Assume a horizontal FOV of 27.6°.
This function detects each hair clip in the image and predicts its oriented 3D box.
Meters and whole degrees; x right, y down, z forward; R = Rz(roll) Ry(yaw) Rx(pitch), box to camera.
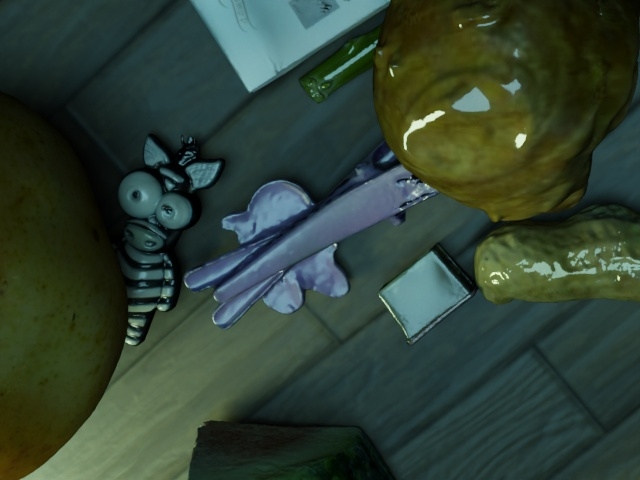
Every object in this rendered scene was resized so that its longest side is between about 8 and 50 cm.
[{"bbox_3d":[0.004,-0.008,1.258,0.278,0.090,0.137,-29,110,20],"label":"hair clip"}]

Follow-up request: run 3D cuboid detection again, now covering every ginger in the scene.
[{"bbox_3d":[0.147,-0.127,1.102,0.223,0.269,0.200,8,65,-6],"label":"ginger"}]

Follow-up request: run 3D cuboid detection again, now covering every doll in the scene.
[{"bbox_3d":[-0.168,-0.001,1.285,0.091,0.067,0.219,23,103,13],"label":"doll"}]

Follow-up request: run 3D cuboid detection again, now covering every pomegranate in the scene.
[{"bbox_3d":[-0.383,0.041,1.176,0.417,0.416,0.416,2,103,7],"label":"pomegranate"}]

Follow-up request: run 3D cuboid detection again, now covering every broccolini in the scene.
[{"bbox_3d":[0.155,-0.222,1.190,0.392,0.074,0.079,-32,114,15],"label":"broccolini"}]

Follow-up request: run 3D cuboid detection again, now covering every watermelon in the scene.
[{"bbox_3d":[-0.041,0.294,1.284,0.310,0.232,0.193,-5,104,-37],"label":"watermelon"}]

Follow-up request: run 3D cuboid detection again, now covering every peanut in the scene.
[{"bbox_3d":[0.251,0.018,1.225,0.214,0.099,0.099,-8,102,14],"label":"peanut"}]

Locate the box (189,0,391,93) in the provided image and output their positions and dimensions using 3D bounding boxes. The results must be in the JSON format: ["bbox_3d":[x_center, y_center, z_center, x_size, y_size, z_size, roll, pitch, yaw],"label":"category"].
[{"bbox_3d":[-0.004,-0.263,1.204,0.243,0.067,0.155,-30,96,13],"label":"box"}]

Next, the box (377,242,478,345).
[{"bbox_3d":[0.103,0.050,1.266,0.085,0.060,0.063,-40,90,15],"label":"box"}]
